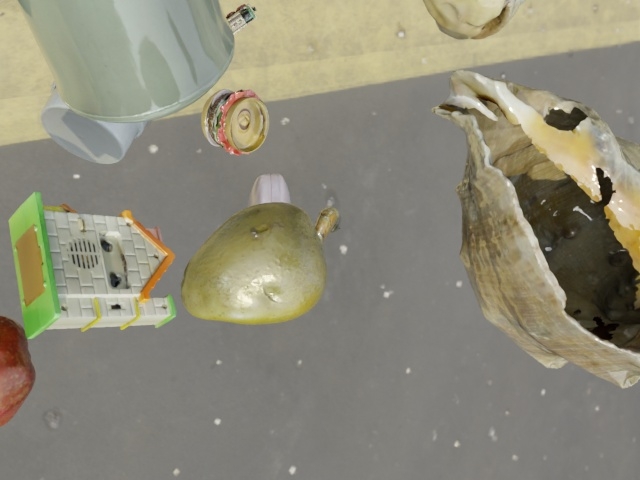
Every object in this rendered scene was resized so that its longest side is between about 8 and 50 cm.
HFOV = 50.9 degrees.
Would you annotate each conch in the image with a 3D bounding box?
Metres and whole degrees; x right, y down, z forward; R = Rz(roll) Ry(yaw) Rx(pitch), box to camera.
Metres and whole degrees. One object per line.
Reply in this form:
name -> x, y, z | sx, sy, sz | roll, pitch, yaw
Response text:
conch -> 0.205, 0.007, 0.556 | 0.324, 0.186, 0.263 | 26, 36, -11

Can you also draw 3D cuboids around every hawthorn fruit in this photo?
hawthorn fruit -> -0.590, 0.210, 1.060 | 0.253, 0.205, 0.205 | 2, 97, -48

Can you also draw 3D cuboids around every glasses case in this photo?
glasses case -> -0.091, -0.027, 1.175 | 0.075, 0.297, 0.113 | 0, 77, -5

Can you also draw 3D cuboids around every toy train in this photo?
toy train -> -0.232, -0.585, 1.812 | 0.138, 0.087, 0.050 | -32, 118, 9

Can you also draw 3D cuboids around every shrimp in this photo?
shrimp -> 0.000, 0.000, 1.364 | 0.217, 0.051, 0.150 | -32, 143, -78

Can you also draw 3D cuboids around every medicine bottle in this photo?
medicine bottle -> -0.495, -0.360, 1.585 | 0.245, 0.245, 0.306 | 43, 52, -38

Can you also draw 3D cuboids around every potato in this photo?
potato -> -0.088, 0.037, 0.875 | 0.194, 0.157, 0.157 | -22, 116, -2

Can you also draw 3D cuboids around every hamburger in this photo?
hamburger -> -0.223, -0.303, 1.701 | 0.175, 0.137, 0.175 | -29, 130, -43

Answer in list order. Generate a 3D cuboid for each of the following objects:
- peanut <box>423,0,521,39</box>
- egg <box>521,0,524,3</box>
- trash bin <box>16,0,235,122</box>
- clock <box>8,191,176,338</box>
peanut -> 0.117, -0.315, 0.554 | 0.130, 0.130, 0.290 | -21, 111, -37
egg -> 0.326, -0.578, 1.418 | 0.282, 0.203, 0.203 | 6, 95, -11
trash bin -> -0.289, -0.370, 0.919 | 0.280, 0.280, 0.432 | -48, 149, -24
clock -> -0.386, 0.049, 1.179 | 0.255, 0.106, 0.220 | 6, 61, -48
